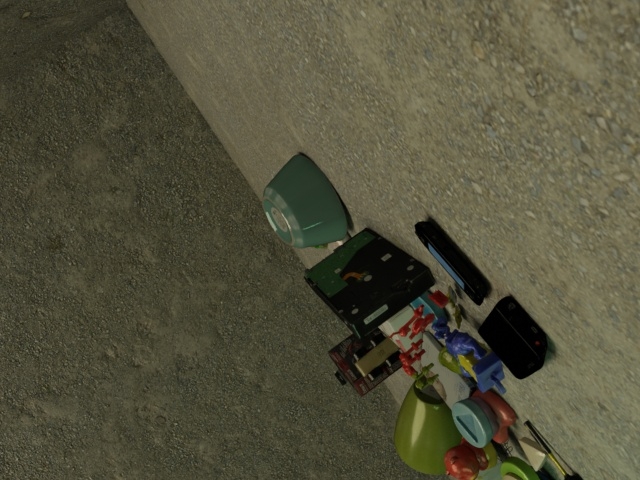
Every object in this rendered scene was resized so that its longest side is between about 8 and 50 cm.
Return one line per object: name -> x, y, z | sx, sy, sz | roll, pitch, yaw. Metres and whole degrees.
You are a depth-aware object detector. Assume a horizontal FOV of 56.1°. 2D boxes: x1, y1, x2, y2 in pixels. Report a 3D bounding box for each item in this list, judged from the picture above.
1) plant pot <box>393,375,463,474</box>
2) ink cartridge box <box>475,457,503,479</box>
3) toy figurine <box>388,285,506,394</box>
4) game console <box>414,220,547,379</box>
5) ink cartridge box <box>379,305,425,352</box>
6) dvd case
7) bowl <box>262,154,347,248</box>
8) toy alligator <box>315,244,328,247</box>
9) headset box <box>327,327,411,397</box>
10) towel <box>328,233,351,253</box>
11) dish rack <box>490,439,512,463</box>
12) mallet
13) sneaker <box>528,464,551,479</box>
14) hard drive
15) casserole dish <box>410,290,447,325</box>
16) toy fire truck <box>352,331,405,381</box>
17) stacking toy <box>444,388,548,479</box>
plant pot -> 0.384, 0.596, 2.056 | 0.275, 0.275, 0.293 | 46, 152, 47
ink cartridge box -> 0.552, 0.737, 1.986 | 0.175, 0.128, 0.072 | 57, 173, -12
toy figurine -> 0.324, 0.293, 1.360 | 0.217, 0.191, 0.362 | 42, 167, 39
game console -> 0.306, 0.111, 1.192 | 0.361, 0.044, 0.213 | 52, 171, 21
ink cartridge box -> 0.239, 0.252, 1.966 | 0.158, 0.092, 0.218 | 59, 172, -27
dvd case -> 0.379, 0.417, 1.814 | 0.253, 0.022, 0.180 | -128, 28, -47
bowl -> -0.070, -0.097, 1.900 | 0.311, 0.163, 0.311 | 48, 158, 26
toy alligator -> 0.000, 0.000, 2.109 | 0.190, 0.056, 0.051 | 163, 112, -82
headset box -> 0.187, 0.479, 2.455 | 0.218, 0.293, 0.110 | 44, 166, 50
towel -> 0.057, 0.004, 2.151 | 0.331, 0.053, 0.317 | 54, 172, -1
dish rack -> 0.503, 0.573, 1.832 | 0.208, 0.074, 0.271 | 57, 170, -22
mallet -> 0.558, 0.525, 1.453 | 0.189, 0.039, 0.062 | 54, 169, 35
sneaker -> 0.631, 0.689, 1.629 | 0.082, 0.069, 0.209 | 16, -163, -50
hard drive -> 0.113, 0.101, 1.571 | 0.064, 0.237, 0.339 | 60, 170, -28
casserole dish -> 0.276, 0.164, 1.595 | 0.188, 0.037, 0.114 | 43, 165, 52
toy fire truck -> 0.237, 0.399, 2.210 | 0.158, 0.217, 0.246 | 51, -174, 21
stacking toy -> 0.452, 0.579, 1.608 | 0.279, 0.131, 0.308 | 40, 144, 46
